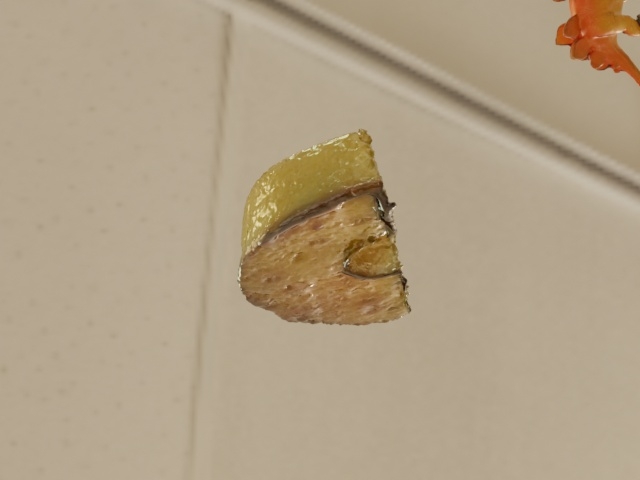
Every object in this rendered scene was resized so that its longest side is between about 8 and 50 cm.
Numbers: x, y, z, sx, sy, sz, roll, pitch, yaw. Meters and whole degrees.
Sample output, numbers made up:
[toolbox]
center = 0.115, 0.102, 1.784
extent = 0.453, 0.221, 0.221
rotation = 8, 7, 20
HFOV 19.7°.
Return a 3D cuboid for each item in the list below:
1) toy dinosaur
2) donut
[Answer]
[toy dinosaur]
center = 0.301, -0.251, 2.000
extent = 0.117, 0.070, 0.288
rotation = -20, -70, -25
[donut]
center = -0.005, -0.001, 1.664
extent = 0.259, 0.152, 0.101
rotation = 77, -178, -65
